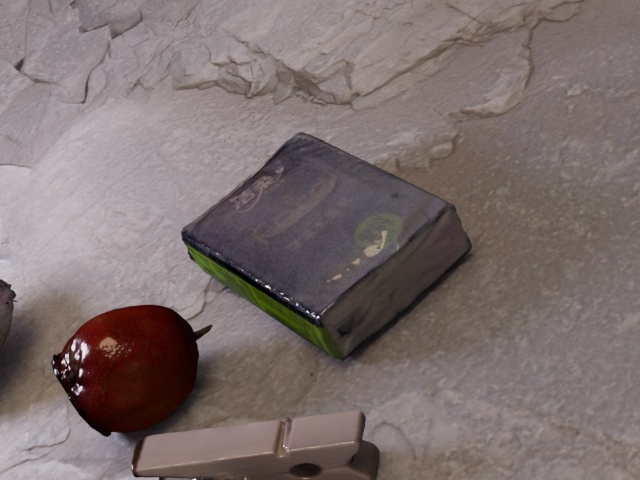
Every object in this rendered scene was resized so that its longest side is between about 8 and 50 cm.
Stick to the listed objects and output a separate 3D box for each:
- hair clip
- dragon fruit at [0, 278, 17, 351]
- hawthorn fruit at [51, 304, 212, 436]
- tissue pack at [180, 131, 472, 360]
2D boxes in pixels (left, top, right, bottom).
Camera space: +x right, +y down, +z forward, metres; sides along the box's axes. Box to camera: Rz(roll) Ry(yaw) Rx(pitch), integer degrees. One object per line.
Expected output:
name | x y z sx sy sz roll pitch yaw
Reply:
hair clip | -0.089 0.294 1.786 0.331 0.101 0.085 -11 35 18
dragon fruit | -0.652 0.156 2.217 0.283 0.203 0.221 28 26 19
hawthorn fruit | -0.269 0.186 1.978 0.251 0.189 0.189 -17 33 -20
tissue pack | 0.000 0.000 2.065 0.288 0.124 0.394 -39 39 -18
